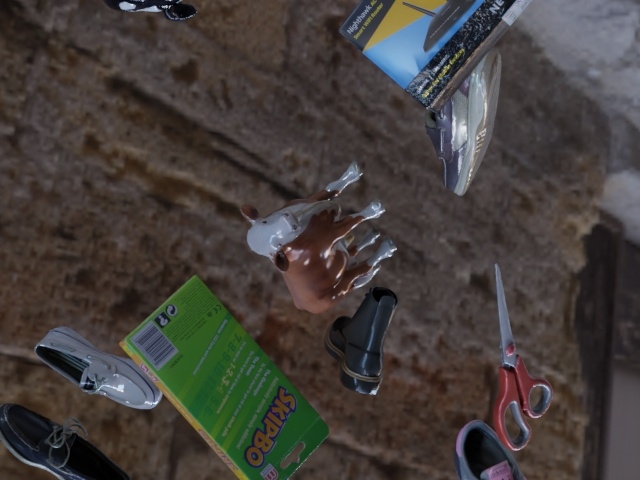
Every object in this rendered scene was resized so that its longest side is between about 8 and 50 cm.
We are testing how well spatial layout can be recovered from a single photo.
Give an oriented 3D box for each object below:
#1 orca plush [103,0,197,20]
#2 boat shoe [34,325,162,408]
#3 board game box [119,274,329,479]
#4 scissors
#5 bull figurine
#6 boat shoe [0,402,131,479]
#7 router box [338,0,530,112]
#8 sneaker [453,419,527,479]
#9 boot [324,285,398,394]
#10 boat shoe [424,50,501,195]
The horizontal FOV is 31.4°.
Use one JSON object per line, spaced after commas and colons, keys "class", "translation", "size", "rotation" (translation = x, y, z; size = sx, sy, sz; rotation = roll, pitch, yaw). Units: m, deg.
{"class": "orca plush", "translation": [-0.204, -0.415, 1.759], "size": [0.287, 0.151, 0.102], "rotation": [-3, -166, -3]}
{"class": "boat shoe", "translation": [-0.376, 0.226, 1.895], "size": [0.226, 0.083, 0.076], "rotation": [25, -152, 13]}
{"class": "board game box", "translation": [-0.112, 0.179, 1.381], "size": [0.259, 0.124, 0.039], "rotation": [48, 153, -4]}
{"class": "scissors", "translation": [0.241, 0.161, 1.474], "size": [0.021, 0.109, 0.297], "rotation": [26, 153, 43]}
{"class": "bull figurine", "translation": [0.000, 0.000, 1.591], "size": [0.188, 0.101, 0.310], "rotation": [-31, 154, -6]}
{"class": "boat shoe", "translation": [-0.423, 0.345, 1.867], "size": [0.079, 0.095, 0.254], "rotation": [-35, 108, 31]}
{"class": "router box", "translation": [0.125, -0.242, 1.172], "size": [0.133, 0.179, 0.046], "rotation": [43, -167, 18]}
{"class": "sneaker", "translation": [0.306, 0.439, 1.880], "size": [0.112, 0.319, 0.131], "rotation": [-24, 139, -10]}
{"class": "boot", "translation": [0.065, 0.108, 1.551], "size": [0.077, 0.137, 0.198], "rotation": [10, -164, -16]}
{"class": "boat shoe", "translation": [0.194, -0.170, 1.607], "size": [0.092, 0.103, 0.285], "rotation": [20, 153, 12]}
